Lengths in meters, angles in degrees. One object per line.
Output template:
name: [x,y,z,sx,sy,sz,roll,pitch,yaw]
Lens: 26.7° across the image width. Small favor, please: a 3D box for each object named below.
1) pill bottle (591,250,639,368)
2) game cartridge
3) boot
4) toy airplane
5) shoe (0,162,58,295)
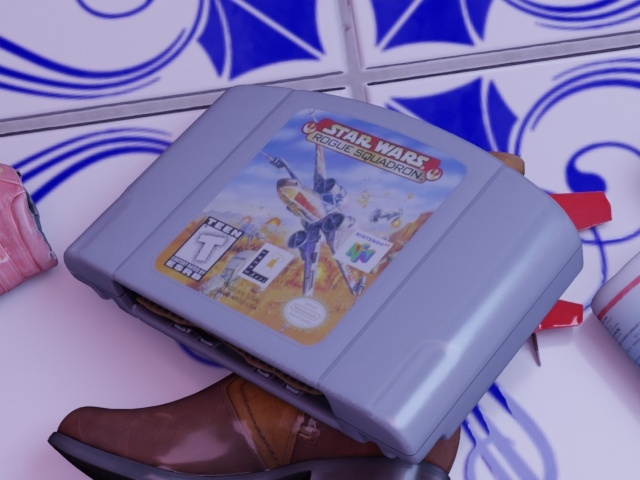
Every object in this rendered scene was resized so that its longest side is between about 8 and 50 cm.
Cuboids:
pill bottle: [0.254,0.074,0.855,0.087,0.087,0.160,-36,74,-9]
game cartridge: [0.000,0.000,0.838,0.297,0.062,0.198,24,65,36]
boot: [-0.021,0.046,0.873,0.264,0.096,0.281,2,61,26]
toy airplane: [0.129,0.010,0.913,0.151,0.028,0.151,-1,71,4]
shoe: [-0.250,-0.041,0.931,0.081,0.063,0.178,-27,78,-8]
